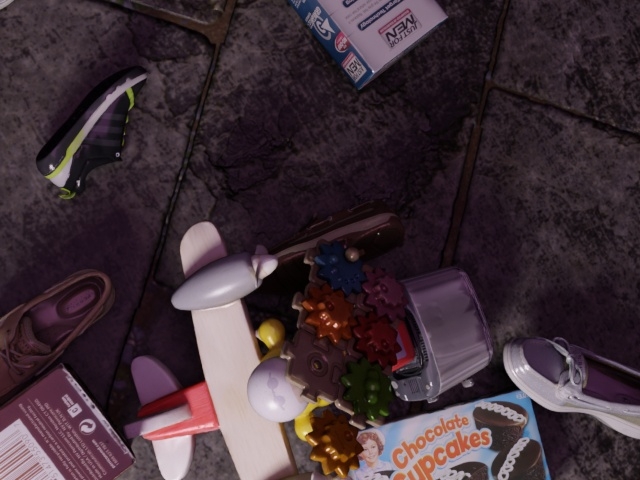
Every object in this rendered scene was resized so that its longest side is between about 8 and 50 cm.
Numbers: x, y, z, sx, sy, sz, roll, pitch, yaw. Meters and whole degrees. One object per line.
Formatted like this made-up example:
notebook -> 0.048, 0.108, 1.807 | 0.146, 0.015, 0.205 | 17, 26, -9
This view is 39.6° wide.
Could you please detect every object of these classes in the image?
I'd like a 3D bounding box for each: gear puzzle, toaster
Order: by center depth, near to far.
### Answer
gear puzzle -> 0.036, 0.149, 1.175 | 0.175, 0.044, 0.339 | 31, 48, -20
toaster -> 0.171, 0.134, 1.405 | 0.146, 0.129, 0.227 | -16, 82, -31

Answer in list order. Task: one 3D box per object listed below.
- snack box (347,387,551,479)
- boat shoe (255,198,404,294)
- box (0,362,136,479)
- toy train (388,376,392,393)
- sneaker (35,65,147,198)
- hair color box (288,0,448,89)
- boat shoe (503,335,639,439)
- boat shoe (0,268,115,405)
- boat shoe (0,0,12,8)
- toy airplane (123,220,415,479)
snack box -> 0.202, 0.362, 1.423 | 0.322, 0.060, 0.187 | -12, 84, -14
boat shoe -> 0.001, 0.005, 1.421 | 0.257, 0.095, 0.095 | -18, 48, -6
box -> -0.372, 0.282, 1.223 | 0.167, 0.203, 0.168 | -38, 93, -15
toy train -> 0.106, 0.217, 1.439 | 0.017, 0.024, 0.083 | -5, 83, -14
sneaker -> -0.337, -0.166, 1.370 | 0.234, 0.084, 0.097 | -51, 120, -13
hair color box -> 0.029, -0.443, 1.466 | 0.174, 0.105, 0.347 | -39, 92, -15
boat shoe -> 0.448, 0.229, 1.459 | 0.320, 0.103, 0.118 | 26, 46, -12
boat shoe -> -0.427, 0.146, 1.282 | 0.302, 0.098, 0.109 | -39, 92, -15
boat shoe -> -0.468, -0.448, 1.360 | 0.079, 0.081, 0.227 | 38, 76, -6
toy airplane -> -0.093, 0.210, 1.255 | 0.386, 0.272, 0.384 | 29, 79, -4
